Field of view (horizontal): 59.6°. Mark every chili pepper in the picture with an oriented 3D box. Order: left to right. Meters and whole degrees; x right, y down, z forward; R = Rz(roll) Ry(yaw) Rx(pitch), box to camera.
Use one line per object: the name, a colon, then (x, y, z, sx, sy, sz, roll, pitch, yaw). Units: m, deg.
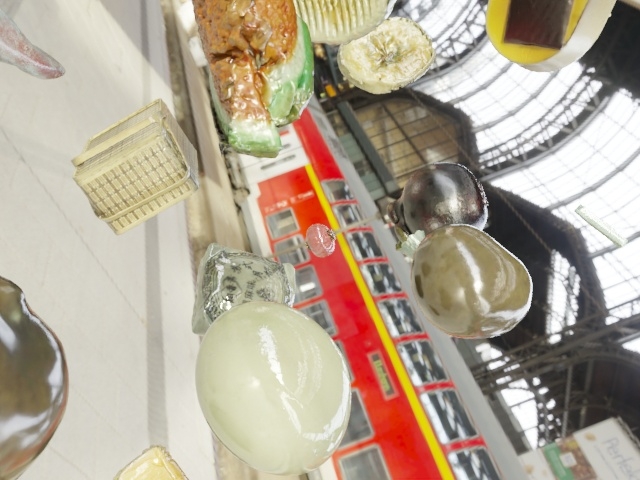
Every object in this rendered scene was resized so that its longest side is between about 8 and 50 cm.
chili pepper: (-0.261, -0.165, 0.435, 0.050, 0.041, 0.153, 65, 7, 26)

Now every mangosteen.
mangosteen: (0.365, -0.104, 1.760, 0.297, 0.313, 0.297, -16, 110, -54)

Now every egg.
egg: (-0.066, 0.216, 0.826, 0.269, 0.219, 0.219, 55, 3, -17)

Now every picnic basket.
picnic basket: (-0.416, -0.184, 1.280, 0.175, 0.228, 0.313, 60, 2, -30)

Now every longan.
longan: (-0.458, 0.168, 0.644, 0.288, 0.288, 0.350, -112, -171, -54)
longan: (0.297, 0.081, 1.133, 0.215, 0.246, 0.246, -29, -101, 49)

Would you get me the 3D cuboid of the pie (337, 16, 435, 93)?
pie: (0.182, -0.520, 1.556, 0.055, 0.274, 0.274, 73, -3, -61)

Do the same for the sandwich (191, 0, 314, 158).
sandwich: (-0.092, -0.286, 0.784, 0.250, 0.161, 0.301, -124, -153, -58)

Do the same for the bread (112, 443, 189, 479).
bread: (-0.338, 0.601, 1.246, 0.288, 0.152, 0.119, 49, -37, 10)

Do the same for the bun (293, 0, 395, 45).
bun: (0.017, -0.415, 0.830, 0.244, 0.243, 0.153, 71, 22, -56)

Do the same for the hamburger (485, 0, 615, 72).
hamburger: (0.437, -0.469, 1.050, 0.227, 0.151, 0.295, 37, -55, 26)

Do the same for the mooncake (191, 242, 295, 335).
mooncake: (-0.182, 0.138, 1.384, 0.136, 0.250, 0.255, -50, -149, 48)

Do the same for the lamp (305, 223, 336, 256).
lamp: (0.000, 0.000, 1.730, 0.108, 0.092, 0.107, 61, 12, -23)

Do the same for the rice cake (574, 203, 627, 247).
rice cake: (0.807, -0.043, 1.610, 0.170, 0.033, 0.029, 41, 3, 9)

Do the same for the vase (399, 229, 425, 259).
vase: (0.274, 0.052, 1.391, 0.149, 0.081, 0.081, 49, -11, 27)
